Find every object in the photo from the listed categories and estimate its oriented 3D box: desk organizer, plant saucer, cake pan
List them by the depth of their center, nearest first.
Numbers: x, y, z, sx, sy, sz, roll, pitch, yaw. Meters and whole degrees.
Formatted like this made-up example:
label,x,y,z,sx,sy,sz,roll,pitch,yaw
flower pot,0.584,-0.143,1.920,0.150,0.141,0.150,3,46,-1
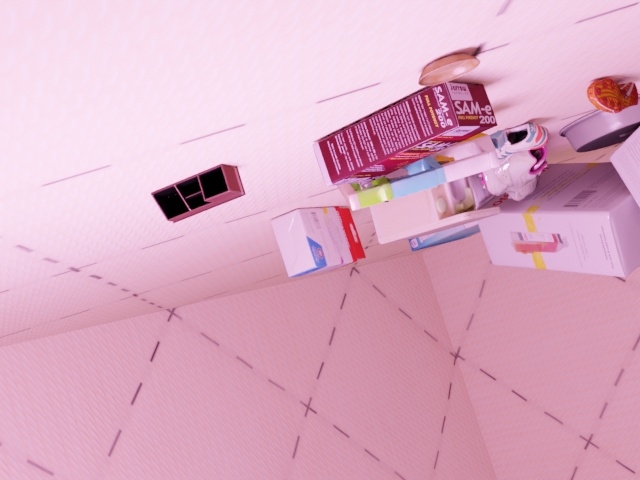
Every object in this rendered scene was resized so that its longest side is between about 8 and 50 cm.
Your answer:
label,x,y,z,sx,sy,sz,roll,pitch,yaw
plant saucer,0.162,-0.220,1.208,0.083,0.015,0.083,-17,173,-2
desk organizer,-0.184,-0.070,1.412,0.130,0.047,0.050,-20,171,20
cake pan,0.670,-0.261,2.060,0.293,0.054,0.293,-17,173,-2

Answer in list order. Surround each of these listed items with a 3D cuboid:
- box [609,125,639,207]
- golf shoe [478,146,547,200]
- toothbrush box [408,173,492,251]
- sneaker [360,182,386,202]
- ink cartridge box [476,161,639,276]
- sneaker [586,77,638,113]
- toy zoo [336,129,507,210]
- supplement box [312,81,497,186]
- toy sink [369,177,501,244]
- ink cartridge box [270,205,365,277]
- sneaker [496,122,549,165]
label,x,y,z,sx,sy,sz,roll,pitch,yaw
box,0.786,-0.214,1.889,0.215,0.168,0.345,-14,157,-27
golf shoe,0.451,-0.159,2.085,0.140,0.115,0.306,-25,172,28
toothbrush box,0.383,-0.083,2.450,0.216,0.126,0.295,-13,173,-34
sneaker,0.121,-0.103,1.856,0.061,0.064,0.158,-22,172,32
ink cartridge box,0.598,-0.058,2.180,0.279,0.160,0.385,-33,-158,-31
sneaker,0.509,-0.251,1.684,0.067,0.064,0.175,-10,177,37
toy zoo,0.173,-0.130,1.584,0.293,0.030,0.192,-17,-161,-3
supplement box,0.123,-0.155,1.397,0.239,0.073,0.130,-23,173,35
toy sink,0.244,-0.087,2.042,0.234,0.131,0.153,-17,176,43
ink cartridge box,0.000,0.000,2.089,0.078,0.134,0.231,-22,171,29
sneaker,0.362,-0.193,1.861,0.161,0.057,0.075,-21,156,36
